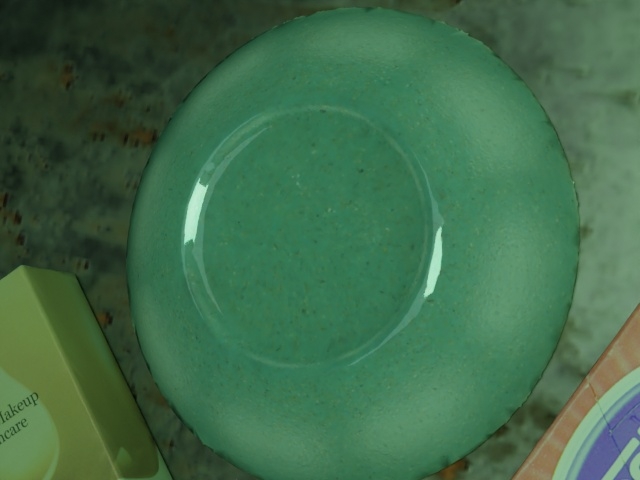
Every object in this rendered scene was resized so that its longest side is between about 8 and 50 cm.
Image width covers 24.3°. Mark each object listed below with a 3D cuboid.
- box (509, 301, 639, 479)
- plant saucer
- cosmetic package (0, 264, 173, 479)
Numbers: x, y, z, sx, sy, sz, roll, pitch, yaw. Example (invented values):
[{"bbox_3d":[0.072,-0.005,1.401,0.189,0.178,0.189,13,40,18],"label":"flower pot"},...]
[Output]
[{"bbox_3d":[0.144,0.081,0.406,0.142,0.154,0.300,40,110,23],"label":"box"},{"bbox_3d":[0.000,0.000,0.572,0.195,0.037,0.195,-4,80,24],"label":"plant saucer"},{"bbox_3d":[-0.109,0.074,0.606,0.060,0.041,0.115,-36,70,16],"label":"cosmetic package"}]
